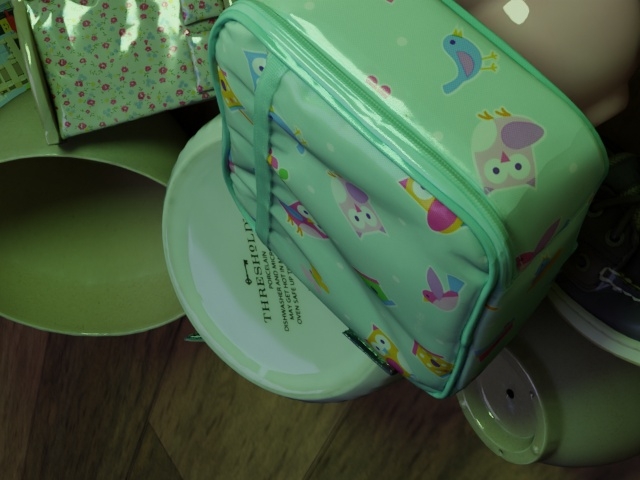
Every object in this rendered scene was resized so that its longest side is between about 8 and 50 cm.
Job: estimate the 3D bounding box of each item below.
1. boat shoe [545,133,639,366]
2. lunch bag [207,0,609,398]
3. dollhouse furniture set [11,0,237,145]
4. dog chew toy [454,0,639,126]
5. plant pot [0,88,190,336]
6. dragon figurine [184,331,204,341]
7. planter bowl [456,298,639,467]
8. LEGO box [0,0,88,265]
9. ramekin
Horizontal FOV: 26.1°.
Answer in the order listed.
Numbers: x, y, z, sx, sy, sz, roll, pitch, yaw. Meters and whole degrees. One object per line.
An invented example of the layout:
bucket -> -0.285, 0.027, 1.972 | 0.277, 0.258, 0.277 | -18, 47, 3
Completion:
boat shoe -> 0.179, -0.011, 0.858 | 0.285, 0.103, 0.092 | 42, 148, 49
lunch bag -> 0.034, -0.034, 0.798 | 0.224, 0.108, 0.279 | 41, 160, 14
dollhouse furniture set -> -0.219, -0.184, 1.149 | 0.174, 0.303, 0.355 | -92, -13, -85
dog chew toy -> 0.078, -0.211, 0.800 | 0.331, 0.207, 0.206 | 59, 152, -2
plant pot -> -0.238, -0.060, 1.408 | 0.284, 0.284, 0.191 | 106, 168, -49
dragon figurine -> -0.043, 0.018, 1.268 | 0.289, 0.085, 0.144 | -17, 93, 57
planter bowl -> 0.161, 0.090, 0.949 | 0.162, 0.109, 0.162 | 38, 140, 41
LEGO box -> -0.463, -0.185, 1.546 | 0.193, 0.372, 0.500 | -17, 95, 61
ramekin -> 0.000, 0.000, 1.053 | 0.273, 0.127, 0.272 | 15, 119, 30
